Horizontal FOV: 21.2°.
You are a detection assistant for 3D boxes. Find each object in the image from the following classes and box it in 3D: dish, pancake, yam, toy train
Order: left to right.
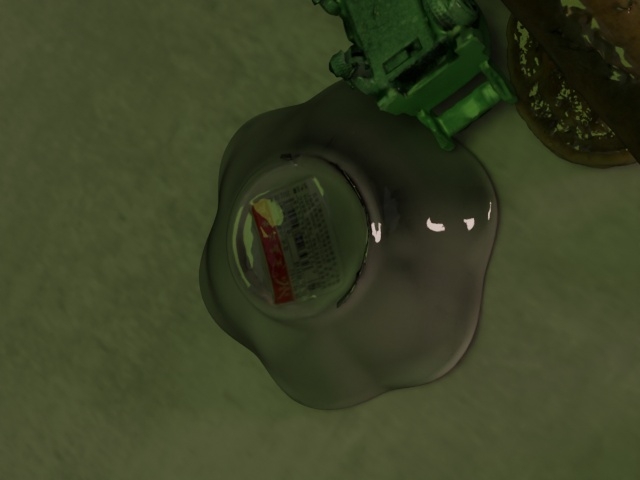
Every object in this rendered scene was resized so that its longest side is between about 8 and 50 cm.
[{"bbox_3d":[0.000,0.000,1.120,0.229,0.081,0.229,-1,87,28],"label":"dish"},{"bbox_3d":[0.059,-0.141,1.100,0.099,0.081,0.149,-38,52,24],"label":"toy train"},{"bbox_3d":[0.139,-0.158,1.035,0.071,0.067,0.317,-42,66,15],"label":"yam"},{"bbox_3d":[0.179,-0.120,1.061,0.151,0.025,0.152,-2,87,34],"label":"pancake"}]
